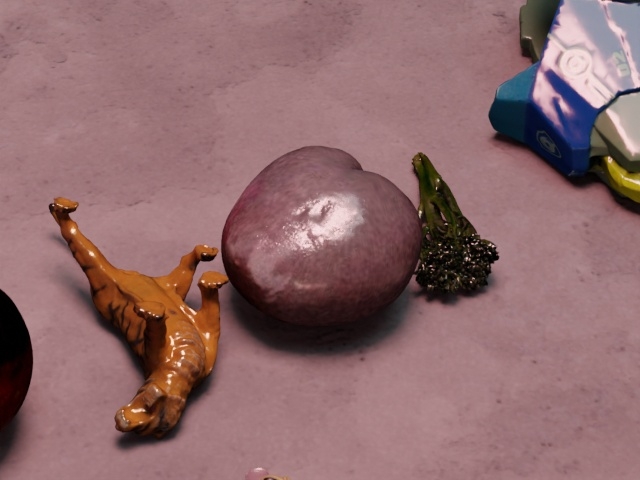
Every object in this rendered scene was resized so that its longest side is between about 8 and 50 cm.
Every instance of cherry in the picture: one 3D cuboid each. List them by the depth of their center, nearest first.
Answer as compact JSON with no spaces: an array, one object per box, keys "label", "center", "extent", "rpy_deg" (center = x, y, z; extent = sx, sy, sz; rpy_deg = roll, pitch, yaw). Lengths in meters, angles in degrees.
[{"label":"cherry","center":[0.001,0.003,1.198],"extent":[0.176,0.140,0.176],"rpy_deg":[-1,50,2]}]

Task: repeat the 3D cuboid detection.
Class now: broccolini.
[{"label":"broccolini","center":[0.113,-0.017,1.313],"extent":[0.074,0.058,0.201],"rpy_deg":[13,27,-14]}]

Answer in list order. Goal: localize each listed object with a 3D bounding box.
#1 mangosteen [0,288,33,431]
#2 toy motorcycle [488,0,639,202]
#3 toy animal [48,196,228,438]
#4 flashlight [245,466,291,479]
[{"label":"mangosteen","center":[-0.316,0.105,1.048],"extent":[0.200,0.200,0.200],"rpy_deg":[4,44,-3]},{"label":"toy motorcycle","center":[0.273,-0.186,1.417],"extent":[0.200,0.191,0.326],"rpy_deg":[1,62,6]},{"label":"toy animal","center":[-0.160,0.046,1.181],"extent":[0.114,0.116,0.255],"rpy_deg":[-3,35,-36]},{"label":"flashlight","center":[-0.008,0.203,1.067],"extent":[0.110,0.031,0.052],"rpy_deg":[13,44,6]}]
